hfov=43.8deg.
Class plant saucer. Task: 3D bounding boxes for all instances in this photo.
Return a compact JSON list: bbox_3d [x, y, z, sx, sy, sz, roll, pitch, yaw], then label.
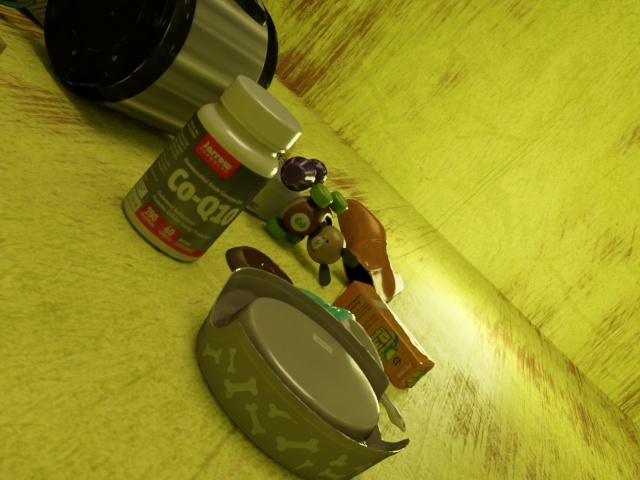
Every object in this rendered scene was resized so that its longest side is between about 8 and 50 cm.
[{"bbox_3d":[-0.102,0.066,1.476,0.168,0.029,0.168,40,15,-13],"label":"plant saucer"}]

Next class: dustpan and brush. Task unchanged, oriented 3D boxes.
[{"bbox_3d":[0.083,0.244,1.373,0.211,0.060,0.147,65,30,-12],"label":"dustpan and brush"}]

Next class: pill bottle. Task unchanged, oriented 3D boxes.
[{"bbox_3d":[-0.171,-0.117,1.288,0.161,0.283,0.161,40,14,-12],"label":"pill bottle"}]

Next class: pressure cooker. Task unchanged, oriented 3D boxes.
[{"bbox_3d":[-0.298,-0.407,1.638,0.375,0.370,0.420,1,-9,29],"label":"pressure cooker"}]

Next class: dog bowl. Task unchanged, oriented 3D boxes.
[{"bbox_3d":[-0.030,0.196,1.144,0.349,0.102,0.349,41,14,-12],"label":"dog bowl"}]

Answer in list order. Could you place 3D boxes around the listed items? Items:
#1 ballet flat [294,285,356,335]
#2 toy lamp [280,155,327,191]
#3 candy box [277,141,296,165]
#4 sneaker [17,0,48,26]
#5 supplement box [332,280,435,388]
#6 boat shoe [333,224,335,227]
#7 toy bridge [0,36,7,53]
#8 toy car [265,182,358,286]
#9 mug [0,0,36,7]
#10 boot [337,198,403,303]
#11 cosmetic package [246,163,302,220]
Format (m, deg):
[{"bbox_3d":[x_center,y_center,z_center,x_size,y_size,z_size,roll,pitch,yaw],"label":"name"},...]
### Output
[{"bbox_3d":[-0.012,0.145,1.399,0.247,0.083,0.087,25,37,-47],"label":"ballet flat"},{"bbox_3d":[-0.038,-0.149,1.786,0.080,0.080,0.274,44,8,3],"label":"toy lamp"},{"bbox_3d":[-0.123,-0.221,2.095,0.053,0.109,0.187,41,13,-9],"label":"candy box"},{"bbox_3d":[-0.595,-0.555,1.712,0.366,0.135,0.150,37,18,-29],"label":"sneaker"},{"bbox_3d":[0.129,0.193,1.645,0.233,0.078,0.080,50,15,28],"label":"supplement box"},{"bbox_3d":[0.015,-0.029,2.043,0.125,0.046,0.038,40,14,-25],"label":"boat shoe"},{"bbox_3d":[-0.609,-0.361,1.324,0.063,0.026,0.188,48,14,21],"label":"toy bridge"},{"bbox_3d":[0.000,0.000,1.740,0.149,0.155,0.188,17,42,-61],"label":"toy car"},{"bbox_3d":[-0.637,-0.507,1.527,0.158,0.097,0.129,47,14,11],"label":"mug"},{"bbox_3d":[0.097,0.021,1.942,0.295,0.104,0.211,61,21,12],"label":"boot"},{"bbox_3d":[-0.149,-0.153,1.838,0.127,0.107,0.238,32,15,-50],"label":"cosmetic package"}]
